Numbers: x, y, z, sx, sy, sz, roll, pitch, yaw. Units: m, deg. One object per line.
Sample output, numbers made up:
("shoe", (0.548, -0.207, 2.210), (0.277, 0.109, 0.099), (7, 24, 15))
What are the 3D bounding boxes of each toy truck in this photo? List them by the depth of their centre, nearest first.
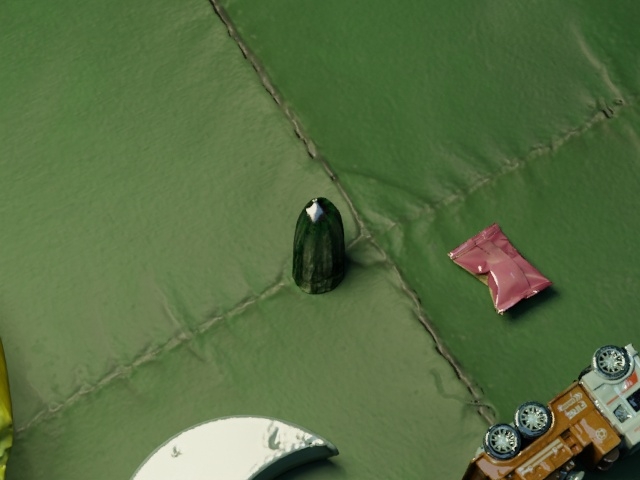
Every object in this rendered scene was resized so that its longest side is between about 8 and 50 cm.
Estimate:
("toy truck", (0.218, 0.176, 1.653), (0.178, 0.080, 0.115), (-36, 75, -13))

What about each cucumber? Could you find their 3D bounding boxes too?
("cucumber", (0.000, 0.000, 1.723), (0.048, 0.105, 0.048), (1, 55, -2))

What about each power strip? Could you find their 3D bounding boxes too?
("power strip", (-0.095, 0.258, 1.632), (0.168, 0.054, 0.253), (17, 67, 11))

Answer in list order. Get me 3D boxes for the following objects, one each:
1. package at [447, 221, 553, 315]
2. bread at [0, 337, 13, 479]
("package", (0.159, 0.026, 1.749), (0.059, 0.029, 0.083), (-30, 60, -16))
("bread", (-0.374, 0.101, 1.542), (0.251, 0.376, 0.208), (-11, 107, -8))
